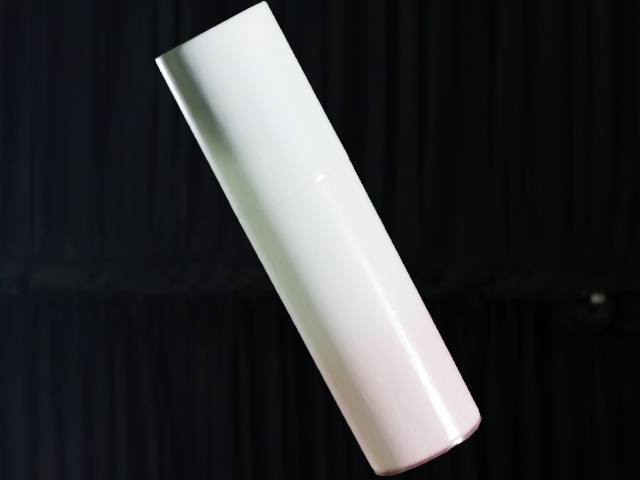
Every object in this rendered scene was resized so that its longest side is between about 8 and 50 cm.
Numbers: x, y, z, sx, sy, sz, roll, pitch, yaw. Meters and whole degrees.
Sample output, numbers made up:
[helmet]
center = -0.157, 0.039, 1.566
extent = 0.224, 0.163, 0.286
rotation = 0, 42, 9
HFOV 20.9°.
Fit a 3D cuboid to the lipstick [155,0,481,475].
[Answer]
[lipstick]
center = 0.000, 0.000, 1.198
extent = 0.087, 0.327, 0.087
rotation = -27, -173, 3
